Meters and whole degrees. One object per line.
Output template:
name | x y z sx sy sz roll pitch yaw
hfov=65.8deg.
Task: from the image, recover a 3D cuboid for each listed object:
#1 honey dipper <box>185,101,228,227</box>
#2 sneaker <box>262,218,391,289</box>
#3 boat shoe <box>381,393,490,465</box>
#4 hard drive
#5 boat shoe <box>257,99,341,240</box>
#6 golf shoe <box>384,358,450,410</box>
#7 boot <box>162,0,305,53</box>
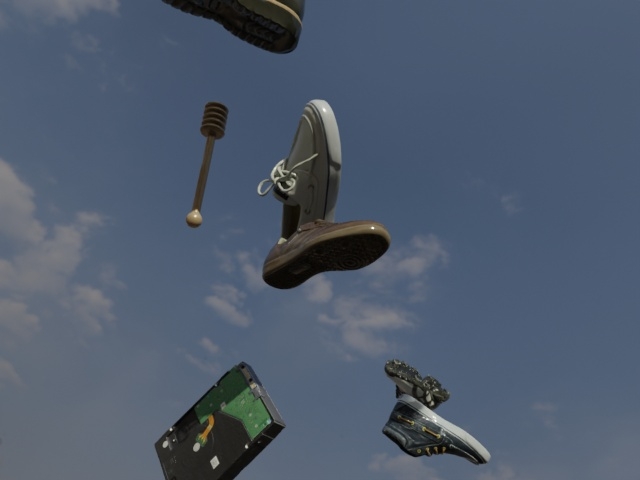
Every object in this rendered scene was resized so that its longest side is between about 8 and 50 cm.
honey dipper | -0.134 -0.088 0.580 0.030 0.161 0.030 5 -21 2
sneaker | 0.000 0.000 0.586 0.188 0.071 0.066 -21 -44 37
boat shoe | 0.202 0.360 0.878 0.183 0.083 0.065 30 -25 19
hard drive | -0.273 0.518 1.311 0.339 0.237 0.064 -46 -46 -1
boat shoe | -0.056 -0.119 1.080 0.156 0.136 0.367 -11 -53 -23
golf shoe | 0.187 0.316 1.025 0.198 0.077 0.094 36 -81 -32
boot | -0.095 -0.288 0.476 0.197 0.137 0.076 22 -15 -35
